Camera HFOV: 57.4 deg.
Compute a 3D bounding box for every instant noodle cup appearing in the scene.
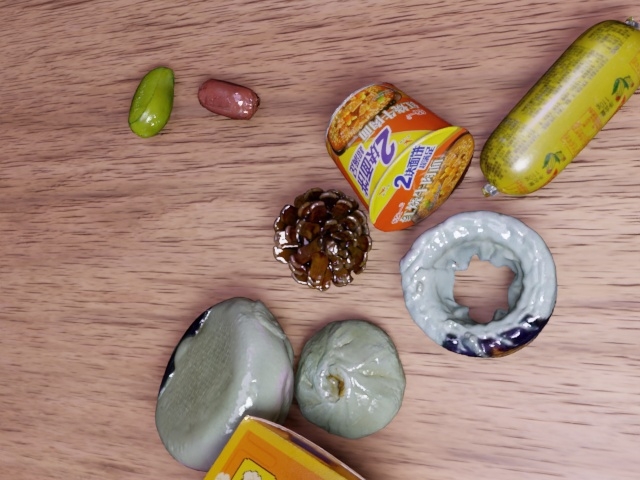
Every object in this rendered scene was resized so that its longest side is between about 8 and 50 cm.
[{"bbox_3d":[0.119,-0.147,0.970,0.213,0.213,0.174,-44,58,9],"label":"instant noodle cup"}]

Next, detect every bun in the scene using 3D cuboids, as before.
[{"bbox_3d":[-0.137,0.252,0.999,0.293,0.187,0.293,-29,47,38],"label":"bun"},{"bbox_3d":[0.044,0.225,0.967,0.195,0.118,0.196,-6,74,22],"label":"bun"}]

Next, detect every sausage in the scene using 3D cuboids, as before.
[{"bbox_3d":[0.375,-0.199,0.907,0.123,0.123,0.347,44,98,23],"label":"sausage"},{"bbox_3d":[-0.186,-0.284,1.178,0.141,0.076,0.076,21,88,23],"label":"sausage"}]

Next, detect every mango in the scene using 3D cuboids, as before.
[{"bbox_3d":[-0.353,-0.294,1.251,0.091,0.074,0.165,13,74,28],"label":"mango"}]

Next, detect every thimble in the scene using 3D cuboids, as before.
[{"bbox_3d":[0.239,0.066,0.899,0.237,0.150,0.238,-5,78,23],"label":"thimble"}]

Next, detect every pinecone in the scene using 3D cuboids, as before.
[{"bbox_3d":[0.003,-0.001,0.995,0.149,0.195,0.179,-10,101,-22],"label":"pinecone"}]

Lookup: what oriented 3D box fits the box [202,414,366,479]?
[{"bbox_3d":[-0.016,0.426,0.831,0.259,0.284,0.214,22,67,27],"label":"box"}]
